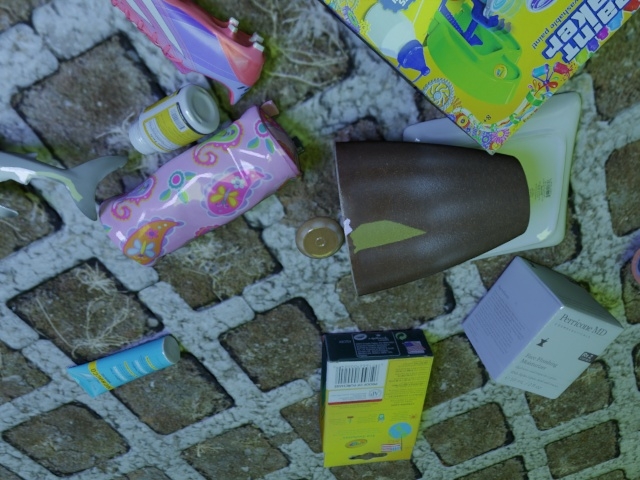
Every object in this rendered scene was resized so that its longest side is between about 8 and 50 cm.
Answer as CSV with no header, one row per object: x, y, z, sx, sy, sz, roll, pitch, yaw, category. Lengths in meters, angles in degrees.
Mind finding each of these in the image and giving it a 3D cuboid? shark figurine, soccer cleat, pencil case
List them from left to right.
-0.415,-0.103,0.603,0.278,0.116,0.166,-7,149,15,shark figurine
-0.183,-0.259,0.558,0.248,0.083,0.095,25,119,-24,soccer cleat
-0.162,-0.076,0.652,0.284,0.124,0.124,-30,120,10,pencil case

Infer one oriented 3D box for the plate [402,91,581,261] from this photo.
0.282,-0.075,0.753,0.278,0.045,0.277,-12,121,-1,plate

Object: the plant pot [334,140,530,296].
0.149,-0.046,0.634,0.231,0.215,0.215,-9,122,7,plant pot

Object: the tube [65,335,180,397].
-0.359,0.231,0.853,0.207,0.052,0.080,-22,111,12,tube

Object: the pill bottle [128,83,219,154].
-0.196,-0.154,0.612,0.116,0.065,0.065,-15,125,29,pill bottle

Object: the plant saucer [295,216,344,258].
0.000,0.000,0.776,0.084,0.015,0.083,-4,121,-6,plant saucer

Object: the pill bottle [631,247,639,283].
0.695,0.064,0.843,0.246,0.130,0.130,11,119,-15,pill bottle

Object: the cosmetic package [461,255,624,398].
0.392,0.157,0.845,0.151,0.151,0.183,19,116,-20,cosmetic package

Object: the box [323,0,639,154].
0.179,-0.311,0.518,0.279,0.177,0.290,32,112,-25,box

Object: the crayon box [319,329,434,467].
0.101,0.329,0.951,0.202,0.081,0.318,-1,121,-7,crayon box
